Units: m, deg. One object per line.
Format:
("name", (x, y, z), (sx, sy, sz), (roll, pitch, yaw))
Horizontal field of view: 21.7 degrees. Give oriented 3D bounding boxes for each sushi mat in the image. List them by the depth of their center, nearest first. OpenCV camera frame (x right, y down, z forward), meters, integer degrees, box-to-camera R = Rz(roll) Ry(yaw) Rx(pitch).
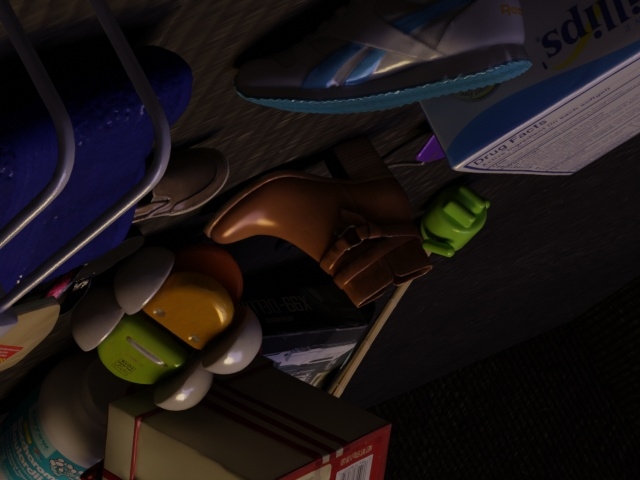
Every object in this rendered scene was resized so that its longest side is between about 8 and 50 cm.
("sushi mat", (0.081, 0.099, 2.174), (0.316, 0.019, 0.151), (-57, 178, -17))

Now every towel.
("towel", (-0.243, -0.018, 1.120), (0.308, 0.076, 0.227), (-29, 161, -37))

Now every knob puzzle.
("knob puzzle", (-0.321, 0.097, 1.505), (0.213, 0.030, 0.213), (-28, 167, -7))

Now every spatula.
("spatula", (0.062, -0.067, 1.769), (0.296, 0.030, 0.084), (-33, 169, 26))

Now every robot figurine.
("robot figurine", (0.165, -0.027, 2.078), (0.101, 0.067, 0.115), (-55, -179, -27))

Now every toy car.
("toy car", (-0.150, 0.070, 1.695), (0.182, 0.159, 0.136), (-39, -158, 35))

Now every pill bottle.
("pill bottle", (-0.282, 0.219, 1.973), (0.146, 0.146, 0.264), (-18, 165, -37))

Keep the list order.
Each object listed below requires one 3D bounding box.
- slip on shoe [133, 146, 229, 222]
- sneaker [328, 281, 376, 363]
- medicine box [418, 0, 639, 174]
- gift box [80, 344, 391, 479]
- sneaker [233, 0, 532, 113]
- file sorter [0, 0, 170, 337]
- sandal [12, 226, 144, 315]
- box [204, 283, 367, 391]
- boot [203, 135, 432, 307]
("slip on shoe", (-0.138, -0.045, 1.387), (0.135, 0.051, 0.041), (-16, 169, -13))
("sneaker", (-0.042, 0.106, 2.196), (0.256, 0.094, 0.151), (1, 132, -44))
("medicine box", (0.234, -0.180, 1.364), (0.263, 0.149, 0.289), (-32, 167, 24))
("gift box", (-0.089, 0.257, 1.831), (0.255, 0.258, 0.276), (-13, 118, -51))
("sneaker", (0.042, -0.149, 1.256), (0.228, 0.092, 0.087), (-10, 176, 19))
("file sorter", (-0.238, -0.059, 0.762), (0.173, 0.193, 0.277), (-37, 165, 32))
("sandal", (-0.242, 0.045, 1.563), (0.179, 0.040, 0.067), (-27, 168, 2))
("box", (-0.113, 0.187, 2.076), (0.242, 0.076, 0.307), (-3, 139, -37))
("boot", (0.000, 0.000, 1.621), (0.197, 0.152, 0.073), (-25, 168, -7))
